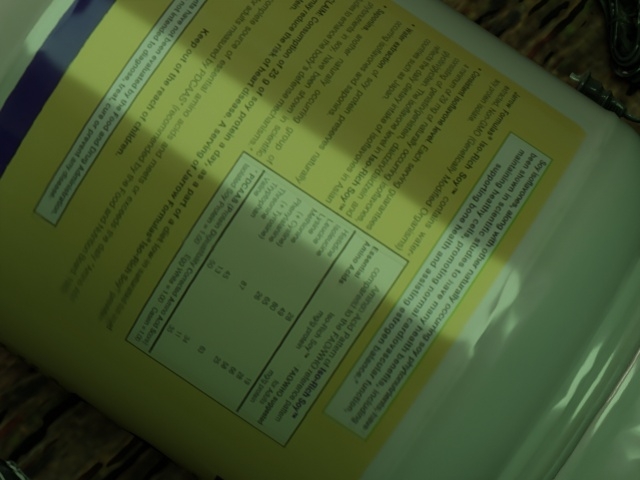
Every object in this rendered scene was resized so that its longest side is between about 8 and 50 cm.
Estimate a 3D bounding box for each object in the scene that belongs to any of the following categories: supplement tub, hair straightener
[{"bbox_3d":[0.000,0.000,0.897,0.331,0.241,0.241,34,75,3],"label":"supplement tub"},{"bbox_3d":[0.175,-0.092,1.037,0.089,0.047,0.230,1,76,-6],"label":"hair straightener"}]

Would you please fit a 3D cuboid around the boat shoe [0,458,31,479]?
[{"bbox_3d":[-0.066,0.206,0.907,0.105,0.113,0.306,-35,85,-19],"label":"boat shoe"}]
